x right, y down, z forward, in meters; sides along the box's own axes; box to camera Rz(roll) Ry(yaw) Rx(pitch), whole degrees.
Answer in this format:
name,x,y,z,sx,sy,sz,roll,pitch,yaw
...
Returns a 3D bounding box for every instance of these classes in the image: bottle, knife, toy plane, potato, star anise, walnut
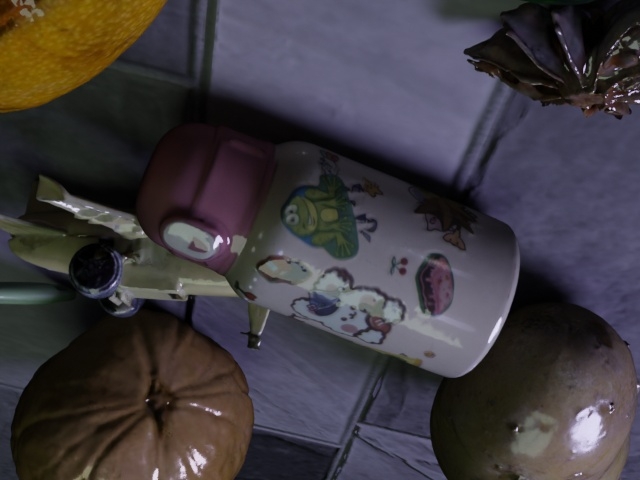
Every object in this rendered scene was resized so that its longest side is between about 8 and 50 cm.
name,x,y,z,sx,sy,sz,roll,pitch,yaw
bottle,0.000,0.000,0.758,0.253,0.120,0.120,20,148,-12
knife,-0.301,0.044,0.908,0.043,0.020,0.293,17,-174,32
toy plane,-0.126,0.010,0.853,0.256,0.104,0.242,15,164,9
potato,0.168,0.141,0.899,0.164,0.165,0.262,5,153,13
star anise,0.152,-0.101,0.593,0.124,0.056,0.129,18,164,-13
walnut,-0.172,0.173,1.028,0.227,0.228,0.228,9,149,6

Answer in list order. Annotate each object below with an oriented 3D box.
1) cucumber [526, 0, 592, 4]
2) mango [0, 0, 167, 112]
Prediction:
name,x,y,z,sx,sy,sz,roll,pitch,yaw
cucumber,0.042,-0.172,0.517,0.227,0.069,0.069,24,147,-14
mango,-0.167,-0.152,0.571,0.177,0.120,0.294,31,144,-31
